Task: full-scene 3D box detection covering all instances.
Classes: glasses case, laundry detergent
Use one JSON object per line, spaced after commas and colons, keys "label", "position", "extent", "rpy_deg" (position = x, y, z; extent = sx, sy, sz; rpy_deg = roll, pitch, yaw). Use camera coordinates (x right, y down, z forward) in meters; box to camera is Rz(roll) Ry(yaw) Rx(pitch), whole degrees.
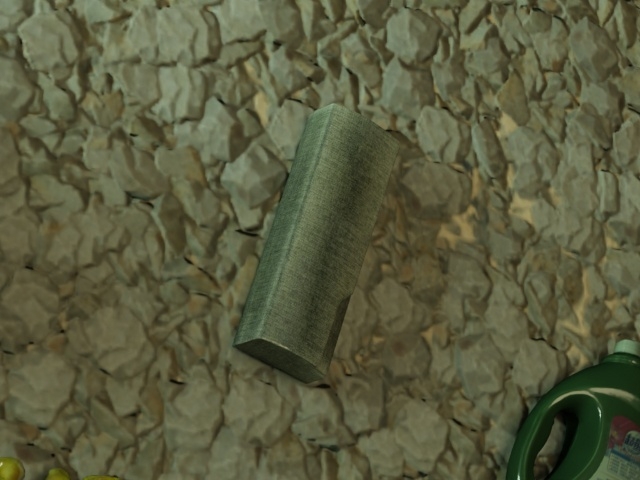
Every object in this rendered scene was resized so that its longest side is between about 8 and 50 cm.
{"label": "glasses case", "position": [0.000, 0.000, 1.327], "extent": [0.071, 0.047, 0.205], "rpy_deg": [29, 63, -23]}
{"label": "laundry detergent", "position": [0.217, 0.171, 1.403], "extent": [0.137, 0.063, 0.210], "rpy_deg": [25, 64, -16]}

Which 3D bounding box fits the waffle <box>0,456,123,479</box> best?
{"label": "waffle", "position": [-0.189, 0.268, 1.132], "extent": [0.253, 0.056, 0.249], "rpy_deg": [-27, 91, -36]}
